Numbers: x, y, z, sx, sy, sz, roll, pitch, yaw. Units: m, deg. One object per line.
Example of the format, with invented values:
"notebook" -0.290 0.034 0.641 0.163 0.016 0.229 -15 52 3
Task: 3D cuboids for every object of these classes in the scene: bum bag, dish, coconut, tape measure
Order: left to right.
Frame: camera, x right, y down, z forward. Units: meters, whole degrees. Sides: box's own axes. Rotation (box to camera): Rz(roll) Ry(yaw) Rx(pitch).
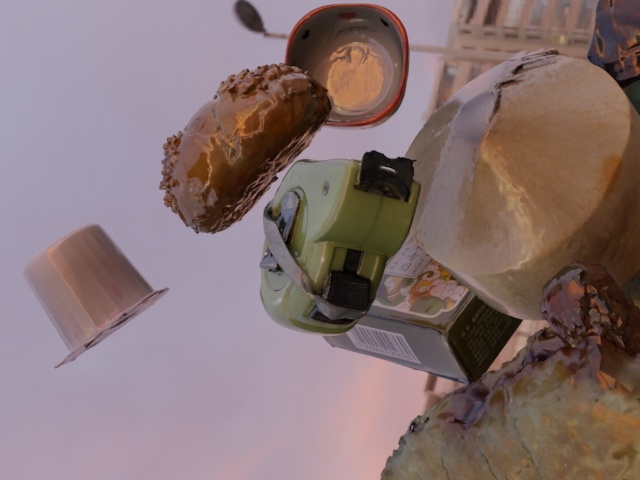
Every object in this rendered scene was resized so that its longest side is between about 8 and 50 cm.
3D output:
"tape measure" 0.000 0.000 0.734 0.106 0.200 0.175 14 -88 -24
"dish" 0.058 -0.320 1.508 0.117 0.256 0.256 17 -95 -75
"coconut" 0.247 -0.065 0.953 0.323 0.323 0.323 11 -90 -68
"bum bag" 0.496 -0.303 1.020 0.074 0.310 0.137 39 -146 -67

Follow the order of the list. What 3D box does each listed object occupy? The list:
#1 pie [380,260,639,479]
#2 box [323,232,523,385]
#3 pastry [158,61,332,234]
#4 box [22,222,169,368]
"pie" 0.262 0.270 0.734 0.180 0.395 0.418 -13 -40 -54
"box" 0.223 0.037 1.428 0.420 0.373 0.138 -48 -59 -24
"pastry" -0.130 -0.156 1.252 0.311 0.162 0.255 -49 -3 7
"box" -0.454 0.087 1.556 0.262 0.206 0.291 -37 0 -39
